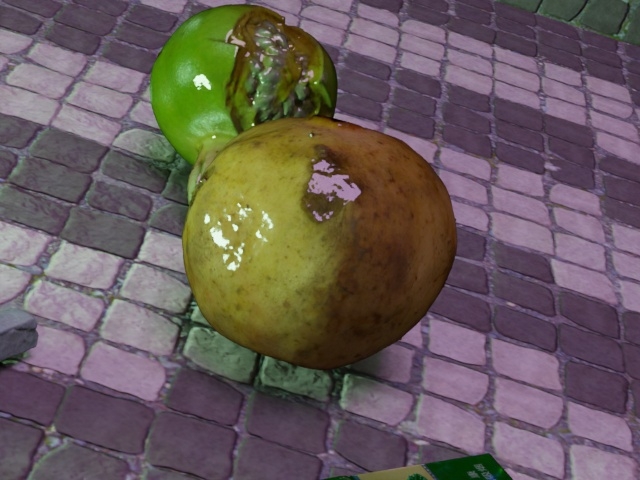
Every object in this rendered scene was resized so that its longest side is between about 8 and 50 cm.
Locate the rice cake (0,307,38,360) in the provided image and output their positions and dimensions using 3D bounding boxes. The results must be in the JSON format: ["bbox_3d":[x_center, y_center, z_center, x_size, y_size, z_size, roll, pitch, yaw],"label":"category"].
[{"bbox_3d":[-0.358,0.108,1.355,0.045,0.042,0.245,24,25,35],"label":"rice cake"}]

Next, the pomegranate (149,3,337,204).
[{"bbox_3d":[-0.101,-0.142,1.826,0.235,0.236,0.302,15,61,-7],"label":"pomegranate"}]

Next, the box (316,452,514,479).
[{"bbox_3d":[0.098,0.258,1.369,0.235,0.034,0.132,-3,34,-34],"label":"box"}]

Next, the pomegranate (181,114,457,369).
[{"bbox_3d":[0.000,0.000,1.544,0.281,0.281,0.281,14,28,-8],"label":"pomegranate"}]
